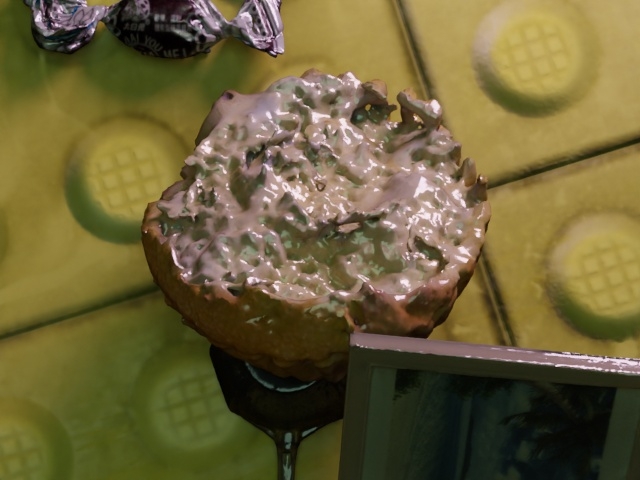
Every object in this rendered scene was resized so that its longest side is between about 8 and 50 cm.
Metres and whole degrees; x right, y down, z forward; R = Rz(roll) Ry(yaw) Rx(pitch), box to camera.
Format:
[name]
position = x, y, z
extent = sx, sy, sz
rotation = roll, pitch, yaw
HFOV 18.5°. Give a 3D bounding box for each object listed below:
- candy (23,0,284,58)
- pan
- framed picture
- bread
[candy]
position = -0.139, -0.190, 1.636
extent = 0.226, 0.051, 0.094
rotation = 8, 77, 2
[pan]
position = -0.012, 0.123, 1.579
extent = 0.128, 0.048, 0.202
rotation = -21, 79, 0
[framed picture]
position = 0.125, 0.203, 1.471
extent = 0.232, 0.315, 0.024
rotation = 5, 36, 2
[bread]
position = 0.000, 0.000, 1.514
extent = 0.274, 0.149, 0.274
rotation = -4, 49, 5
